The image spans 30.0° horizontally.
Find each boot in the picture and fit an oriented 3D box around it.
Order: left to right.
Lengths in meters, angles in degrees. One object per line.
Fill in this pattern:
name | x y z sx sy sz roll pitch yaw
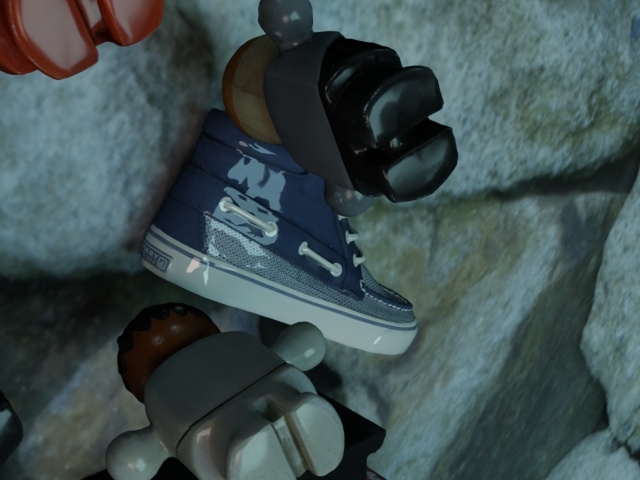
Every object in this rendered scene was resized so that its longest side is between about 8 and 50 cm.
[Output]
boot | 0.000 0.000 0.620 0.190 0.069 0.086 21 97 -47

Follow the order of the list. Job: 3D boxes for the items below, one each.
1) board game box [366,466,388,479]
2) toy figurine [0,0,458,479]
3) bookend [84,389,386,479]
board game box | 0.080 0.247 0.669 0.027 0.281 0.145 15 99 -49
toy figurine | -0.077 -0.012 0.458 0.209 0.148 0.213 14 97 -35
bookend | -0.045 0.184 0.663 0.157 0.072 0.156 -21 121 -38
